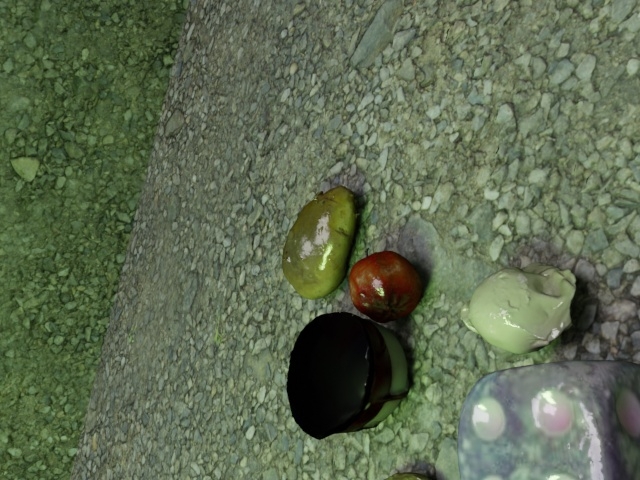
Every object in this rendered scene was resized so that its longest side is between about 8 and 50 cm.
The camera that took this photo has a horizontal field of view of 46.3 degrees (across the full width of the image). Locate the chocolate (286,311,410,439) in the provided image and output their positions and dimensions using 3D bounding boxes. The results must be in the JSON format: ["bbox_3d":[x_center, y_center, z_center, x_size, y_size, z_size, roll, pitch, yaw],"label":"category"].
[{"bbox_3d":[0.078,0.295,1.639,0.284,0.186,0.283,-28,53,44],"label":"chocolate"}]

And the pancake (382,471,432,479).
[{"bbox_3d":[0.189,0.592,1.526,0.242,0.050,0.241,-5,83,46],"label":"pancake"}]

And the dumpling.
[{"bbox_3d":[0.366,0.111,1.372,0.258,0.147,0.193,-7,44,57],"label":"dumpling"}]

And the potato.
[{"bbox_3d":[0.000,0.000,1.864,0.192,0.141,0.296,37,107,48],"label":"potato"}]

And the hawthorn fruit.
[{"bbox_3d":[0.135,0.086,1.654,0.157,0.157,0.194,-56,36,26],"label":"hawthorn fruit"}]

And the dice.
[{"bbox_3d":[0.393,0.334,1.148,0.270,0.270,0.271,-22,64,48],"label":"dice"}]
